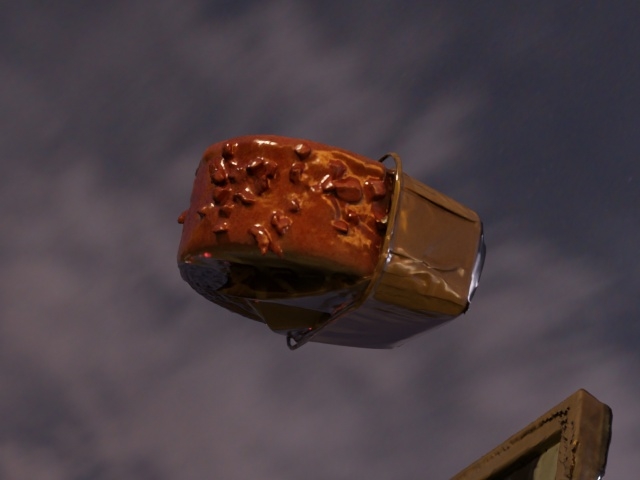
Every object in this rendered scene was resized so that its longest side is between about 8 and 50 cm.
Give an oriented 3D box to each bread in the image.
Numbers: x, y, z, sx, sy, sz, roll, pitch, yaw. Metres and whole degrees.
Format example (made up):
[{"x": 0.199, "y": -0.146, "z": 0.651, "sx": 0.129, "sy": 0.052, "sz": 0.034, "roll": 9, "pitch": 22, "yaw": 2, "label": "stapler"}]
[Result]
[{"x": 0.000, "y": 0.000, "z": 0.906, "sx": 0.212, "sy": 0.142, "sz": 0.224, "roll": 20, "pitch": -20, "yaw": -12, "label": "bread"}]

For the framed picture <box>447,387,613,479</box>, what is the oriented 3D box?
[{"x": 0.033, "y": 0.251, "z": 0.558, "sx": 0.022, "sy": 0.335, "sz": 0.247, "roll": 33, "pitch": -46, "yaw": -12, "label": "framed picture"}]
